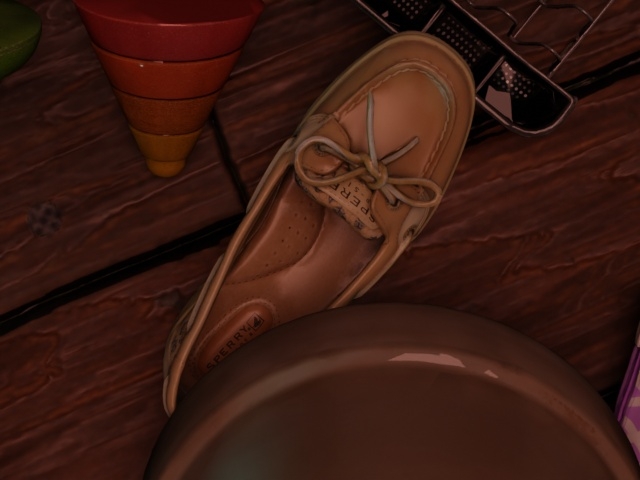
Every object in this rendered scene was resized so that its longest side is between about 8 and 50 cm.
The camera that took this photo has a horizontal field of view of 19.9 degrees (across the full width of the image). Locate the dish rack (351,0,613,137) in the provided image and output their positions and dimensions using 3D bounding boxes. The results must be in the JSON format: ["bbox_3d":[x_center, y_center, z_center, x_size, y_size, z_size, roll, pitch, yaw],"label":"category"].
[{"bbox_3d":[0.137,-0.226,1.173,0.208,0.074,0.271,39,88,-7],"label":"dish rack"}]

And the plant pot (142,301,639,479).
[{"bbox_3d":[0.046,0.235,1.012,0.323,0.280,0.323,0,111,0],"label":"plant pot"}]

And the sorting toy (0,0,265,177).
[{"bbox_3d":[-0.208,-0.080,1.103,0.365,0.127,0.126,-10,118,-24],"label":"sorting toy"}]

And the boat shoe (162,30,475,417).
[{"bbox_3d":[0.000,0.000,1.129,0.104,0.089,0.285,33,103,-3],"label":"boat shoe"}]

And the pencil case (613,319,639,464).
[{"bbox_3d":[0.222,0.125,1.188,0.088,0.086,0.206,18,90,-21],"label":"pencil case"}]
